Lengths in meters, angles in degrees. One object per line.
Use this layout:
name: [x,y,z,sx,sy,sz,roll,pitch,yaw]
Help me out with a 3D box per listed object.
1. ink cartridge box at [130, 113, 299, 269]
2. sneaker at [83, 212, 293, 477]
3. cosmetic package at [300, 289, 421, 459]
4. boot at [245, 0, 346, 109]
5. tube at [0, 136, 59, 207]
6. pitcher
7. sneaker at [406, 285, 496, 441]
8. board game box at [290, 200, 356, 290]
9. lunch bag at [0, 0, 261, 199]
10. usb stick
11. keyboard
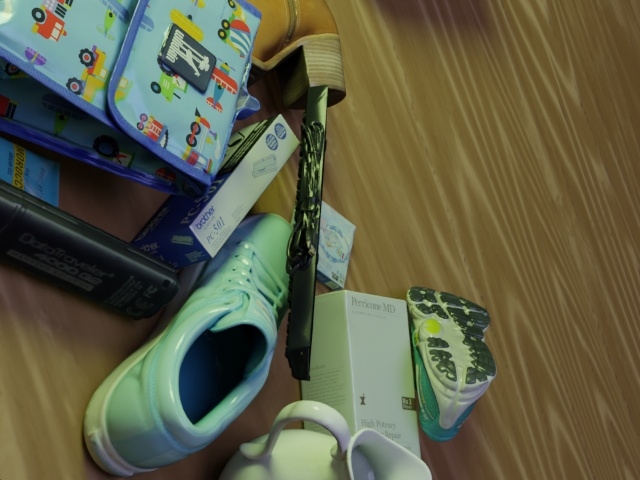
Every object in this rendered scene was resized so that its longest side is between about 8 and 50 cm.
ink cartridge box: [-0.110,-0.050,1.348,0.046,0.097,0.207,55,43,-21]
sneaker: [-0.083,0.094,1.285,0.135,0.150,0.366,52,44,-23]
cosmetic package: [0.044,0.179,1.450,0.117,0.085,0.231,12,69,-47]
boot: [-0.095,-0.270,1.448,0.283,0.109,0.220,0,69,-37]
tube: [-0.320,-0.077,1.163,0.207,0.052,0.080,29,51,-44]
pitcher: [-0.021,0.229,1.261,0.178,0.207,0.125,50,45,-24]
sneaker: [0.142,0.139,1.538,0.107,0.110,0.275,16,24,-3]
board game box: [0.000,0.000,1.514,0.090,0.020,0.090,37,51,-34]
lunch bag: [-0.191,-0.182,1.233,0.293,0.138,0.221,26,58,-26]
usb stick: [-0.252,0.003,1.188,0.278,0.077,0.045,30,29,-39]
keyboard: [-0.015,-0.023,1.335,0.201,0.033,0.317,92,1,-62]
